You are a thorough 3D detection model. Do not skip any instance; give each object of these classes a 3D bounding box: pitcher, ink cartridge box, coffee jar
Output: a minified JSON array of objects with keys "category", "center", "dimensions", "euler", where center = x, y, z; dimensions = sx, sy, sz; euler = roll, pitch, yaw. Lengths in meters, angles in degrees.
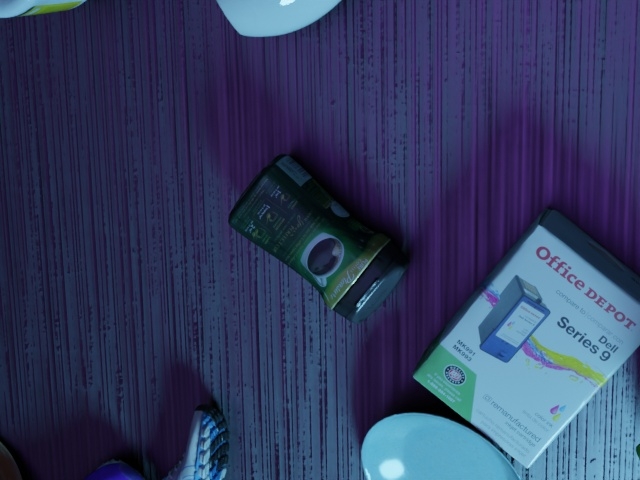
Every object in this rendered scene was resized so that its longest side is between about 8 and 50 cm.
[{"category":"pitcher","center":[-0.018,-0.309,1.233],"dimensions":[0.207,0.125,0.177],"euler":[-28,74,10]},{"category":"ink cartridge box","center":[0.220,0.097,1.270],"dimensions":[0.154,0.093,0.212],"euler":[40,109,4]},{"category":"coffee jar","center":[0.000,0.000,1.315],"dimensions":[0.184,0.079,0.096],"euler":[40,107,4]}]

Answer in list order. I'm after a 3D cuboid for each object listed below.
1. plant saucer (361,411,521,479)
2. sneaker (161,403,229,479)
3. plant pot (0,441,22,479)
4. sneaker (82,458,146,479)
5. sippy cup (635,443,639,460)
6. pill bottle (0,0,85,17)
[{"category":"plant saucer","center":[0.138,0.250,1.339],"dimensions":[0.195,0.037,0.195],"euler":[17,129,22]},{"category":"sneaker","center":[-0.153,0.276,1.436],"dimensions":[0.083,0.071,0.190],"euler":[10,106,20]},{"category":"plant pot","center":[-0.472,0.328,1.503],"dimensions":[0.236,0.032,0.236],"euler":[1,73,-5]},{"category":"sneaker","center":[-0.305,0.387,1.463],"dimensions":[0.102,0.146,0.293],"euler":[40,111,4]},{"category":"sippy cup","center":[0.453,0.251,1.183],"dimensions":[0.224,0.305,0.240],"euler":[-28,66,9]},{"category":"pill bottle","center":[-0.285,-0.283,1.271],"dimensions":[0.103,0.184,0.103],"euler":[4,104,15]}]
